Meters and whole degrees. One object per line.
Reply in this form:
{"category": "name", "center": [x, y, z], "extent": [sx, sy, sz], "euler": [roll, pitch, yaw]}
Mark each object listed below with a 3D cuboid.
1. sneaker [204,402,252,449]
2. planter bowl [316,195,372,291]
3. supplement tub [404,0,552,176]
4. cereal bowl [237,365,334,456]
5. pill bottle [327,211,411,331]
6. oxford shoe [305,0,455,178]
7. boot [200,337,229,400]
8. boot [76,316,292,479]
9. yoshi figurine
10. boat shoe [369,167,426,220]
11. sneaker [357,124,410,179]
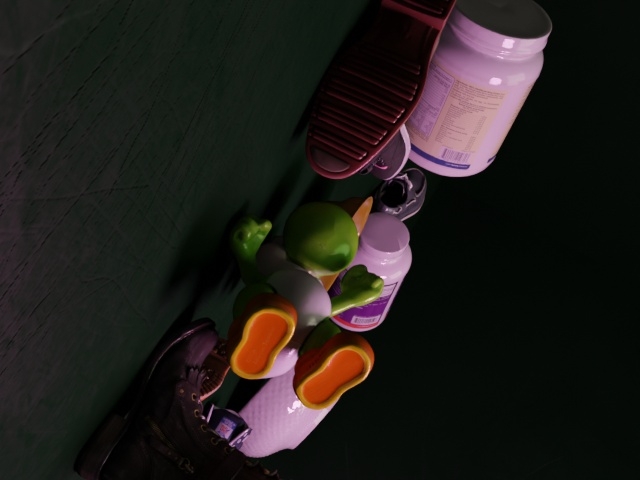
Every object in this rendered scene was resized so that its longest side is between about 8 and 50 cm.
{"category": "sneaker", "center": [-0.206, 0.387, 1.296], "extent": [0.153, 0.099, 0.282], "euler": [-58, 178, 12]}
{"category": "planter bowl", "center": [0.000, 0.000, 1.286], "extent": [0.217, 0.090, 0.217], "euler": [-58, 170, -17]}
{"category": "supplement tub", "center": [0.290, -0.313, 1.460], "extent": [0.235, 0.235, 0.325], "euler": [-52, 167, -44]}
{"category": "cereal bowl", "center": [-0.059, 0.356, 1.656], "extent": [0.339, 0.141, 0.339], "euler": [-47, 175, -6]}
{"category": "pill bottle", "center": [0.119, 0.078, 1.866], "extent": [0.181, 0.181, 0.323], "euler": [-53, 168, -38]}
{"category": "oxford shoe", "center": [0.091, -0.229, 1.020], "extent": [0.348, 0.123, 0.130], "euler": [-59, 176, -7]}
{"category": "boot", "center": [-0.176, 0.211, 1.088], "extent": [0.084, 0.059, 0.158], "euler": [-59, 173, 21]}
{"category": "boot", "center": [-0.130, 0.245, 0.888], "extent": [0.263, 0.229, 0.091], "euler": [-56, 169, -27]}
{"category": "yoshi figurine", "center": [-0.019, 0.046, 0.974], "extent": [0.362, 0.203, 0.203], "euler": [-101, 180, -70]}
{"category": "boat shoe", "center": [0.216, -0.125, 1.992], "extent": [0.319, 0.116, 0.099], "euler": [-43, 164, -46]}
{"category": "sneaker", "center": [0.074, -0.155, 1.216], "extent": [0.147, 0.104, 0.295], "euler": [-55, 163, -21]}
